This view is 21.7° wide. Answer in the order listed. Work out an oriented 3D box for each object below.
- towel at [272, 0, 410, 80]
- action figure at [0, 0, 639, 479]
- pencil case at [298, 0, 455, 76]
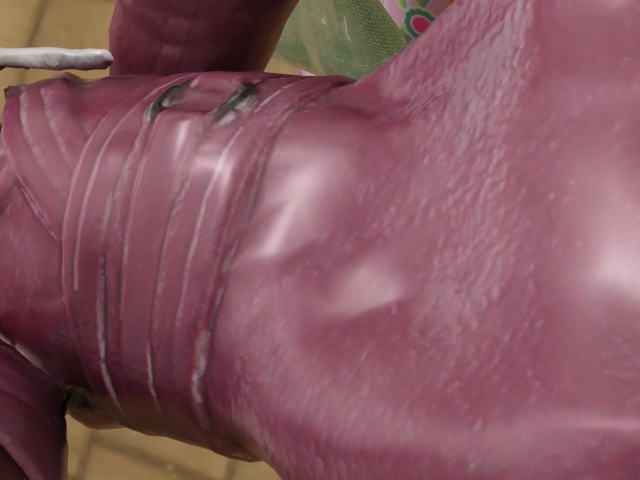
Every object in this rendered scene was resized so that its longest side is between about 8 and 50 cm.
[{"bbox_3d":[-0.097,-0.204,0.685,0.038,0.325,0.248,-39,26,-9],"label":"towel"},{"bbox_3d":[0.000,0.000,0.438,0.370,0.276,0.248,11,62,37],"label":"action figure"},{"bbox_3d":[0.092,-0.164,1.115,0.284,0.124,0.124,-49,45,52],"label":"pencil case"}]
